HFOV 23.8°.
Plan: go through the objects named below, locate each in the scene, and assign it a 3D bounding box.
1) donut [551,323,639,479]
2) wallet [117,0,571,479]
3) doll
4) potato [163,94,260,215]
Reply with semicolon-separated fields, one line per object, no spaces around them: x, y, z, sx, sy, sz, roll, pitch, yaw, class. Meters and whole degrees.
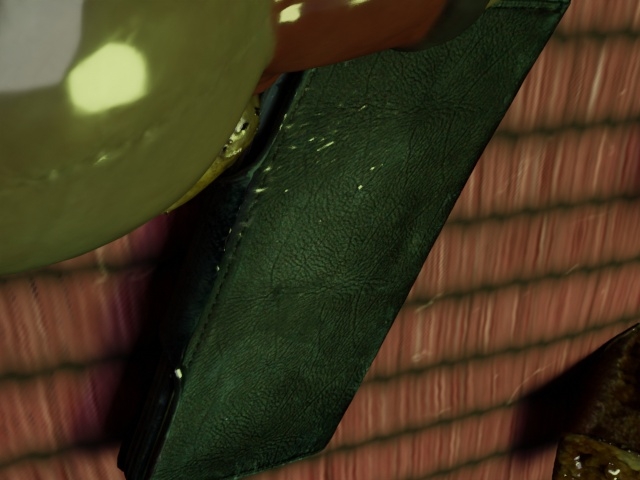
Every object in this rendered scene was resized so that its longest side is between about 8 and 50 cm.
0.262;0.130;1.143;0.186;0.144;0.126;-57;168;-40;donut
0.000;0.000;0.767;0.172;0.045;0.318;-11;135;-44;wallet
-0.044;-0.099;0.489;0.330;0.174;0.235;-29;151;-23;doll
-0.062;-0.045;0.652;0.083;0.040;0.051;-37;112;6;potato
